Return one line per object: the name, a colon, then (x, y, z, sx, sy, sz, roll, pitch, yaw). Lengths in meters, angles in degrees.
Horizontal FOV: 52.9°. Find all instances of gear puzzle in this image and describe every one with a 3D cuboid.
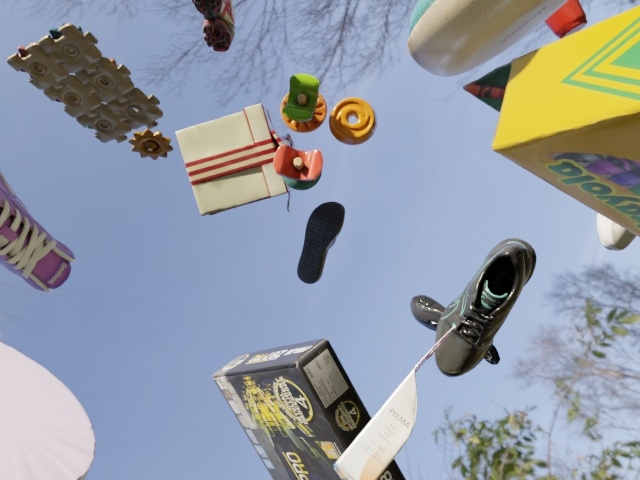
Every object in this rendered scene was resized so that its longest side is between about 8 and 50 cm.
gear puzzle: (-0.395, -0.267, 1.213, 0.339, 0.176, 0.044, 46, -145, -45)

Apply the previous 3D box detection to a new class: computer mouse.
computer mouse: (0.249, 0.174, 1.244, 0.041, 0.242, 0.071, -22, -60, -24)

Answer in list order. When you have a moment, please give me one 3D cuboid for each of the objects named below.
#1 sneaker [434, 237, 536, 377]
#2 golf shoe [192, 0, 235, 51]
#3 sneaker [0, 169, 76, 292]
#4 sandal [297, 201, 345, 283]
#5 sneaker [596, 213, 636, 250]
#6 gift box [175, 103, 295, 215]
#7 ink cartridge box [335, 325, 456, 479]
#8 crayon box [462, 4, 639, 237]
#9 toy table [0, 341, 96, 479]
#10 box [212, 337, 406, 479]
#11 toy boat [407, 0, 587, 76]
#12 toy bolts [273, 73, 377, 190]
sneaker: (0.262, 0.114, 1.075, 0.267, 0.101, 0.106, -64, -17, 12)
golf shoe: (-0.208, -0.470, 1.260, 0.186, 0.068, 0.086, 86, -168, -49)
sneaker: (-0.389, -0.012, 0.816, 0.161, 0.282, 0.102, 37, -104, 0)
sandal: (-0.001, 0.000, 1.809, 0.054, 0.097, 0.254, -19, -44, -61)
sneaker: (0.577, -0.079, 1.120, 0.090, 0.115, 0.232, 29, -86, -25)
gift box: (-0.187, -0.188, 1.654, 0.258, 0.255, 0.276, -17, -80, 4)
ink cartridge box: (0.091, 0.179, 0.680, 0.179, 0.045, 0.145, -45, -15, -9)
crayon box: (0.264, -0.072, 0.416, 0.202, 0.319, 0.081, 23, -105, -25)
toy table: (-0.347, 0.190, 0.550, 0.160, 0.274, 0.252, -62, -8, 25)
box: (-0.010, 0.387, 1.225, 0.097, 0.318, 0.394, -33, -82, -36)
toy boat: (0.242, -0.329, 0.828, 0.318, 0.267, 0.148, -20, -101, -48)
toy bolts: (0.002, -0.210, 1.392, 0.158, 0.218, 0.228, 67, -141, -81)
